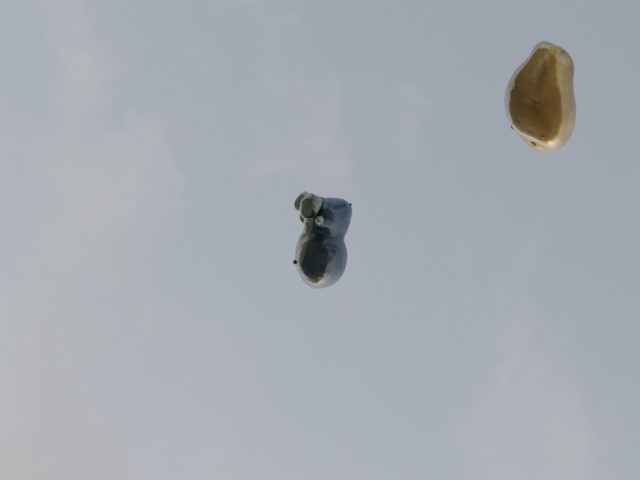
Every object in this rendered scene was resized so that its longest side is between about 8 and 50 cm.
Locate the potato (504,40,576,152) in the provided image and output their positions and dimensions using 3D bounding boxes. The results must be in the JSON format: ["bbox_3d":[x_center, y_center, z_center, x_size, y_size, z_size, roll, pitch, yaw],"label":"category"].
[{"bbox_3d":[0.173,-0.112,1.257,0.068,0.062,0.083,40,-66,53],"label":"potato"}]

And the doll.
[{"bbox_3d":[0.000,0.000,1.392,0.050,0.076,0.083,6,-90,-3],"label":"doll"}]
